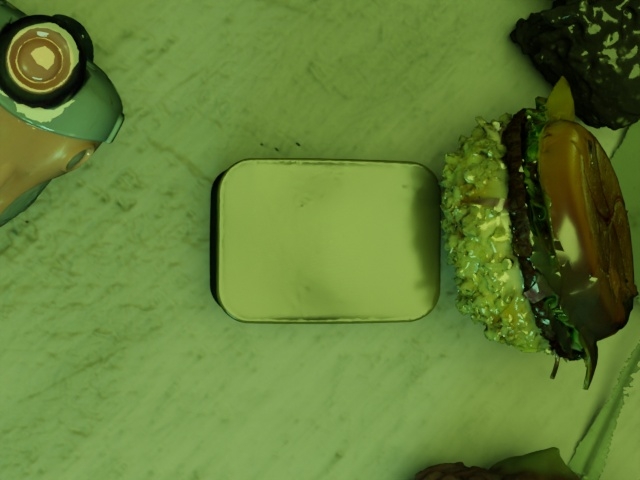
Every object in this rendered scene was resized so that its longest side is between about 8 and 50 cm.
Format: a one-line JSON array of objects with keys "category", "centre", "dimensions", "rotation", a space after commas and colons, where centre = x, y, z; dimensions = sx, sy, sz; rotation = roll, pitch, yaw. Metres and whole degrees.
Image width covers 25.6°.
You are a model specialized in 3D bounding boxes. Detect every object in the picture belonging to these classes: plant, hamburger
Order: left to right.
[{"category": "hamburger", "centre": [0.192, 0.000, 1.245], "dimensions": [0.139, 0.243, 0.261], "rotation": [-12, 119, 24]}, {"category": "plant", "centre": [0.251, -0.208, 1.294], "dimensions": [0.142, 0.131, 0.203], "rotation": [-38, 97, -7]}]

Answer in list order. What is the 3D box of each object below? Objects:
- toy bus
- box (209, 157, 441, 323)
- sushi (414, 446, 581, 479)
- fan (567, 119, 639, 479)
[{"category": "toy bus", "centre": [-0.316, -0.122, 1.136], "dimensions": [0.288, 0.194, 0.232], "rotation": [35, 91, -12]}, {"category": "box", "centre": [0.000, 0.000, 1.258], "dimensions": [0.201, 0.090, 0.144], "rotation": [-1, 91, -13]}, {"category": "sushi", "centre": [0.186, 0.302, 1.268], "dimensions": [0.270, 0.171, 0.236], "rotation": [6, 89, -16]}, {"category": "fan", "centre": [0.336, 0.042, 1.328], "dimensions": [0.233, 0.012, 0.414], "rotation": [33, 102, 28]}]
